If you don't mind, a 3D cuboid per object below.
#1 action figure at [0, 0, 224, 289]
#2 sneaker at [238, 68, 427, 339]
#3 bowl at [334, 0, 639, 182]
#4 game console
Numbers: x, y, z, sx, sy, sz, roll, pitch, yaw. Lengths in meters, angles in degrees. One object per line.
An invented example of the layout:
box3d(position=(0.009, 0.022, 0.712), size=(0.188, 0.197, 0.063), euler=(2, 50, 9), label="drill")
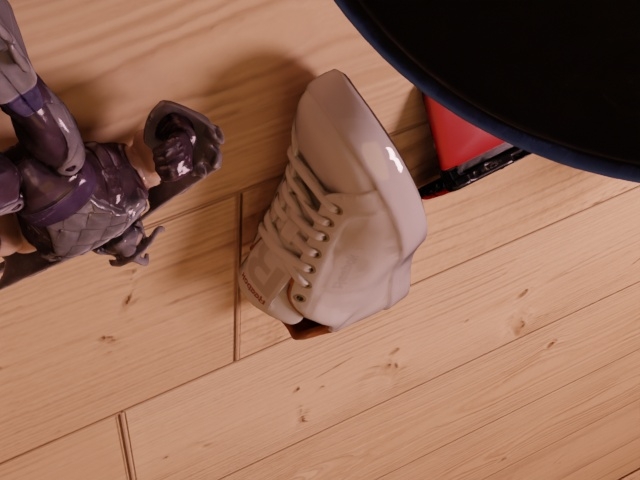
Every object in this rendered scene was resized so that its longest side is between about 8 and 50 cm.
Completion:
box3d(position=(-0.153, -0.036, 0.576), size=(0.185, 0.099, 0.285), euler=(-38, 155, 0), label="action figure")
box3d(position=(0.000, 0.000, 0.769), size=(0.123, 0.106, 0.290), euler=(-30, 153, -11), label="sneaker")
box3d(position=(0.152, -0.182, 0.403), size=(0.077, 0.391, 0.391), euler=(-67, -177, -47), label="bowl")
box3d(position=(0.138, -0.101, 0.849), size=(0.144, 0.085, 0.124), euler=(-25, -178, -12), label="game console")
